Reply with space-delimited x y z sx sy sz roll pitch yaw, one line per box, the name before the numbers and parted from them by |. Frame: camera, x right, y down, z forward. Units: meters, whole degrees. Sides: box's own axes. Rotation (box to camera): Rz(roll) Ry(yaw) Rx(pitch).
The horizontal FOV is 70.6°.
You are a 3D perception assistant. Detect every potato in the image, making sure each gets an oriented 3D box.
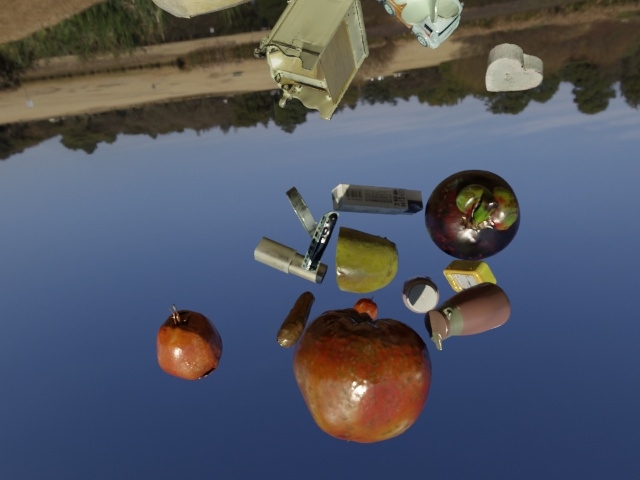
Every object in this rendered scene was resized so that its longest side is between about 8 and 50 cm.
potato | 0.218 0.124 2.066 0.280 0.330 0.212 0 -154 7

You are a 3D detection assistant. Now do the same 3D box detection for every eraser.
eraser | 0.244 -0.170 1.906 0.404 0.098 0.096 2 166 -28

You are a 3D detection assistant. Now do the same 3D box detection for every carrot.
carrot | -0.059 0.200 1.176 0.060 0.060 0.186 3 -143 23

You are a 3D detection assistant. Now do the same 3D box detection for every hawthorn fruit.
hawthorn fruit | -0.434 0.317 1.468 0.212 0.299 0.211 -1 -142 1
hawthorn fruit | 0.212 0.326 2.150 0.125 0.140 0.125 10 -155 -5
hawthorn fruit | 0.108 0.398 1.310 0.403 0.402 0.403 -5 -159 2

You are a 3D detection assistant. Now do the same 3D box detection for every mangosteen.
mangosteen | 0.505 -0.076 1.477 0.306 0.305 0.359 -7 -166 -2

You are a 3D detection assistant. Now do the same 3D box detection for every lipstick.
lipstick | -0.102 0.073 1.579 0.253 0.079 0.077 22 -121 9

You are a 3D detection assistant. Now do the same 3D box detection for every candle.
candle | 0.594 -0.533 1.431 0.192 0.068 0.168 17 164 -24

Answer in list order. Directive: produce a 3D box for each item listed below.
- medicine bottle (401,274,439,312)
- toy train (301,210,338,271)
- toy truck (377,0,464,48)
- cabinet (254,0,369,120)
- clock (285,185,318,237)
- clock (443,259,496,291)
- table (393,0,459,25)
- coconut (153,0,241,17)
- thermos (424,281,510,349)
medicine bottle | 0.389 0.210 1.767 0.147 0.147 0.247 -3 179 8
toy train | 0.000 0.000 1.376 0.043 0.207 0.047 5 -153 -39
toy truck | 0.286 -0.742 1.363 0.136 0.305 0.162 -45 178 4
cabinet | -0.021 -0.631 1.521 0.228 0.317 0.290 24 168 20
clock | -0.088 -0.137 2.269 0.056 0.280 0.280 -29 -156 -3
clock | 0.667 0.164 2.030 0.096 0.143 0.202 -40 -163 -25
table | 0.246 -0.597 0.973 0.167 0.166 0.198 -6 161 0
coconut | -0.204 -0.657 0.897 0.416 0.415 0.344 -5 -177 3
thermos | 0.435 0.235 1.393 0.265 0.176 0.146 -13 -132 -31
